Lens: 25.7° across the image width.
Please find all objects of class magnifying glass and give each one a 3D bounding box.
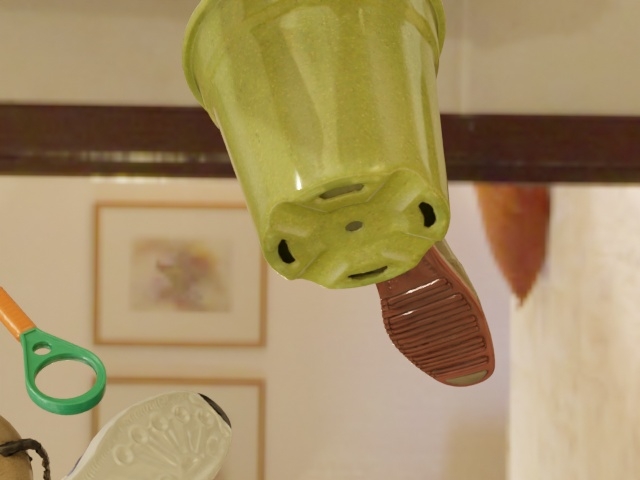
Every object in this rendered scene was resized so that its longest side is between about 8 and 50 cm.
[{"bbox_3d":[-0.337,0.128,1.678,0.231,0.092,0.026,42,143,34],"label":"magnifying glass"}]

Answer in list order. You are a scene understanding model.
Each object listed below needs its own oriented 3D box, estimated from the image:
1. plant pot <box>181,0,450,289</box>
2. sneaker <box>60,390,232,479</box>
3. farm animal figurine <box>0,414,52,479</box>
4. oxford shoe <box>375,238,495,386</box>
[{"bbox_3d":[0.015,-0.103,1.367,0.276,0.276,0.253,91,170,-53],"label":"plant pot"},{"bbox_3d":[-0.260,0.317,1.612,0.323,0.130,0.236,-40,-5,-47],"label":"sneaker"},{"bbox_3d":[-0.295,0.185,0.775,0.330,0.327,0.172,53,155,16],"label":"farm animal figurine"},{"bbox_3d":[0.122,0.027,1.686,0.348,0.123,0.130,60,-155,-29],"label":"oxford shoe"}]
